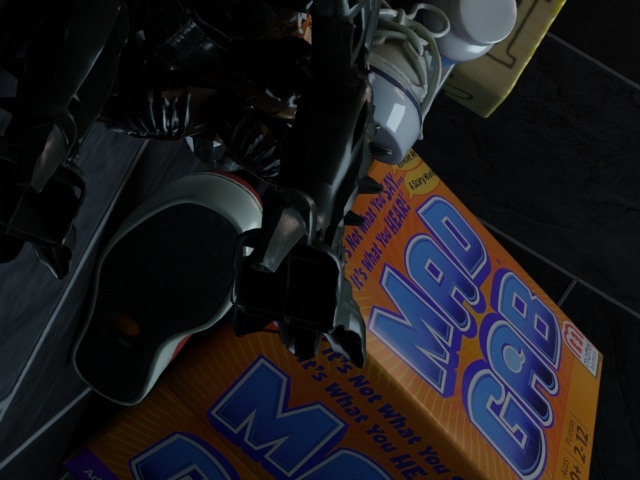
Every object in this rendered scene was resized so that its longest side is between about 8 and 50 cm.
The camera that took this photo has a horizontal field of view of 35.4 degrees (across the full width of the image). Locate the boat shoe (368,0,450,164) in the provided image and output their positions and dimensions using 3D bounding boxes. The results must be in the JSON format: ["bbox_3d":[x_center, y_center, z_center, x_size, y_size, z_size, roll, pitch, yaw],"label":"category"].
[{"bbox_3d":[0.054,-0.162,0.933,0.156,0.136,0.367,-58,-179,1],"label":"boat shoe"}]

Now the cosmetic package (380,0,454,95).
[{"bbox_3d":[0.131,-0.278,1.169,0.238,0.127,0.107,-57,178,-2],"label":"cosmetic package"}]

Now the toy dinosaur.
[{"bbox_3d":[-0.040,-0.087,0.383,0.322,0.164,0.218,62,42,-66],"label":"toy dinosaur"}]

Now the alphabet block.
[{"bbox_3d":[0.195,-0.300,1.311,0.193,0.197,0.192,-58,177,1],"label":"alphabet block"}]

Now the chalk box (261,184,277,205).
[{"bbox_3d":[0.000,0.000,1.354,0.288,0.180,0.179,-60,178,8],"label":"chalk box"}]

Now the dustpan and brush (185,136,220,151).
[{"bbox_3d":[-0.011,-0.146,0.667,0.211,0.060,0.147,-58,178,-7],"label":"dustpan and brush"}]

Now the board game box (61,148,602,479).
[{"bbox_3d":[0.033,0.176,1.059,0.356,0.356,0.356,-39,-172,31],"label":"board game box"}]

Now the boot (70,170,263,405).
[{"bbox_3d":[-0.084,-0.004,0.722,0.244,0.088,0.176,-49,-174,47],"label":"boot"}]

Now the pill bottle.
[{"bbox_3d":[0.130,-0.224,1.031,0.087,0.087,0.160,-58,-159,-10],"label":"pill bottle"}]
